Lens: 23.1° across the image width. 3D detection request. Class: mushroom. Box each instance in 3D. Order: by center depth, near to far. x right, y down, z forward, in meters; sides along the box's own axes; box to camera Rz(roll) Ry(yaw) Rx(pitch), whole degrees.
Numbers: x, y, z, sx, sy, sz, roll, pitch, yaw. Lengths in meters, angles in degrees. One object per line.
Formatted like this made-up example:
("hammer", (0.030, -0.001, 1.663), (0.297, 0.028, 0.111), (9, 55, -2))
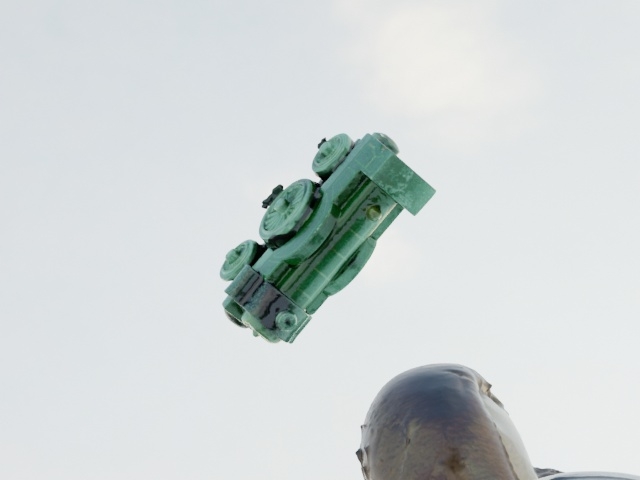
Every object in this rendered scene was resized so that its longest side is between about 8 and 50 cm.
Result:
("mushroom", (0.142, 0.237, 1.352), (0.278, 0.297, 0.163), (42, -78, -15))

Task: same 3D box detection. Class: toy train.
("toy train", (0.000, 0.000, 1.121), (0.071, 0.104, 0.178), (40, -87, -25))

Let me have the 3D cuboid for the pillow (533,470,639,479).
("pillow", (0.137, 0.173, 0.788), (0.186, 0.106, 0.250), (-2, -2, 7))
